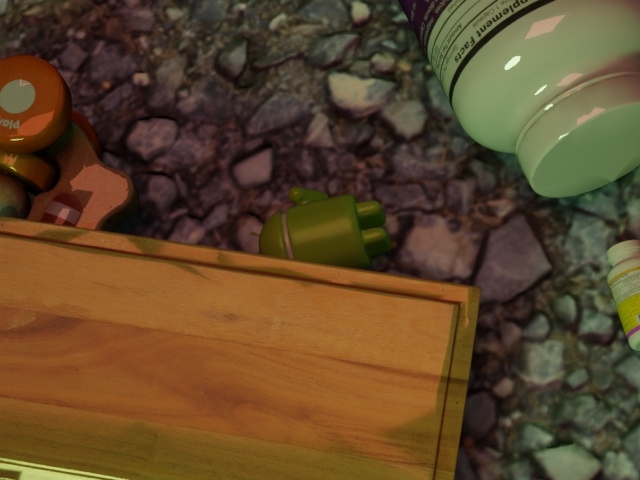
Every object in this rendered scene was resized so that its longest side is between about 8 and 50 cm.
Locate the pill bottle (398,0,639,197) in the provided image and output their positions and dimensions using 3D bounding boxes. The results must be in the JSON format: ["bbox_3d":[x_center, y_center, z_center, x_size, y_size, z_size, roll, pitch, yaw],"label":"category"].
[{"bbox_3d":[0.165,-0.202,1.156,0.181,0.181,0.323,-24,64,2],"label":"pill bottle"}]

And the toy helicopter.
[{"bbox_3d":[-0.243,0.034,1.181,0.235,0.140,0.355,-34,72,-7],"label":"toy helicopter"}]

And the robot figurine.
[{"bbox_3d":[0.000,0.000,1.169,0.115,0.067,0.101,-14,72,7],"label":"robot figurine"}]

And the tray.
[{"bbox_3d":[-0.093,0.107,1.076,0.411,0.076,0.203,8,84,7],"label":"tray"}]

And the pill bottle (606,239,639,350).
[{"bbox_3d":[0.255,0.043,1.103,0.043,0.043,0.083,-16,63,6],"label":"pill bottle"}]
